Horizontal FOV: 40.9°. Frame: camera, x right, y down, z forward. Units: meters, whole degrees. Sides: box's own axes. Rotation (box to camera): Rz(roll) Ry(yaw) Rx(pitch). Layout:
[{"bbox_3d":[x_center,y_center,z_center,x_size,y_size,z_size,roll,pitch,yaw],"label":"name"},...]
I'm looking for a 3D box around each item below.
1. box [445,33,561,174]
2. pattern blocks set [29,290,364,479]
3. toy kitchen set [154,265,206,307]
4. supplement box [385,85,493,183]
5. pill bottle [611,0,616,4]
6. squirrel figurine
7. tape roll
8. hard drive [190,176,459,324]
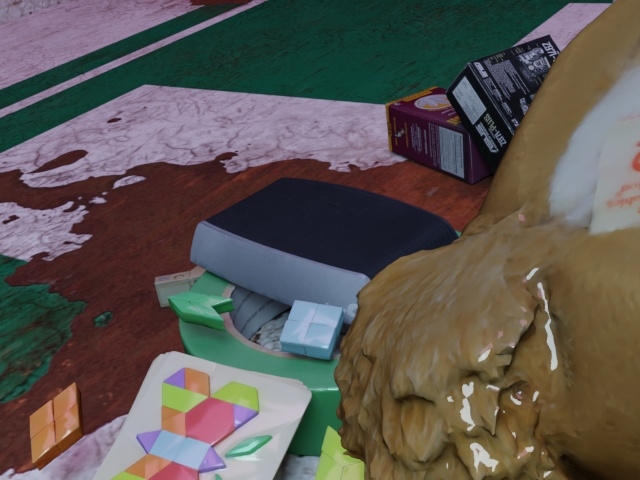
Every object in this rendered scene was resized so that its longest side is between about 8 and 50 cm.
[{"bbox_3d":[0.278,-0.163,1.132,0.147,0.180,0.077,-24,-14,-25],"label":"box"},{"bbox_3d":[-0.103,0.170,0.666,0.285,0.026,0.325,0,48,10],"label":"pattern blocks set"},{"bbox_3d":[-0.160,0.024,1.027,0.075,0.068,0.083,-11,27,-3],"label":"toy kitchen set"},{"bbox_3d":[0.193,-0.158,1.254,0.104,0.081,0.188,-24,31,-26],"label":"supplement box"},{"bbox_3d":[0.475,-0.268,1.171,0.152,0.272,0.152,-7,28,4],"label":"pill bottle"},{"bbox_3d":[0.223,0.103,0.454,0.397,0.370,0.281,-38,29,7],"label":"squirrel figurine"},{"bbox_3d":[0.023,0.079,0.863,0.321,0.077,0.321,-6,28,3],"label":"tape roll"},{"bbox_3d":[0.000,0.000,0.876,0.255,0.054,0.172,18,38,40],"label":"hard drive"}]
